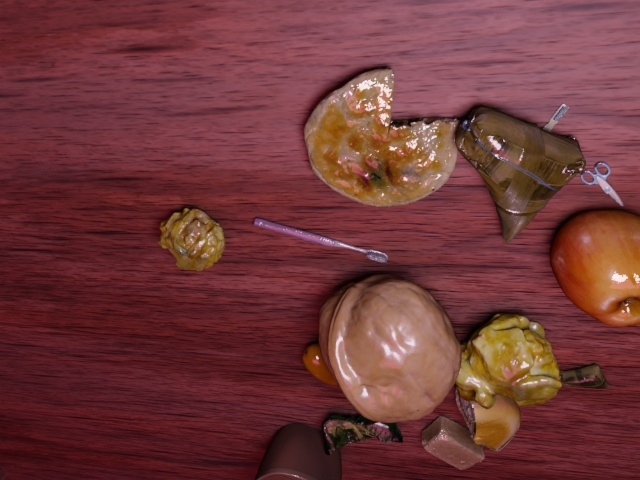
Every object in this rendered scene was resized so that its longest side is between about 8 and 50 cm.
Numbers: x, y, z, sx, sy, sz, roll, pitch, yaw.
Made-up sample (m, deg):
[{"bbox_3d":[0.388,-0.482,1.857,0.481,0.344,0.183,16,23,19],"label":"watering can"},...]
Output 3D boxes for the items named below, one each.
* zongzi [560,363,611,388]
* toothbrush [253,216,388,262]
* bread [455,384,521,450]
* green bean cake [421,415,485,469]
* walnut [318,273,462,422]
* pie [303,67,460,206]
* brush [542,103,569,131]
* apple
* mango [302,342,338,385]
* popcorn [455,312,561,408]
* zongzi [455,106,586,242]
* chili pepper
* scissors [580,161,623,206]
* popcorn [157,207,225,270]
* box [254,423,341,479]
[{"bbox_3d":[0.727,0.388,1.454,0.104,0.052,0.113,-20,132,34],"label":"zongzi"},{"bbox_3d":[0.000,0.000,1.344,0.354,0.029,0.024,16,114,2],"label":"toothbrush"},{"bbox_3d":[0.486,0.485,1.524,0.156,0.158,0.260,-14,127,-1],"label":"bread"},{"bbox_3d":[0.421,0.645,1.685,0.179,0.085,0.109,33,127,-13],"label":"green bean cake"},{"bbox_3d":[0.168,0.262,1.316,0.382,0.381,0.381,6,127,9],"label":"walnut"},{"bbox_3d":[0.124,-0.198,1.141,0.338,0.075,0.337,5,127,7],"label":"pie"},{"bbox_3d":[0.469,-0.238,1.072,0.016,0.013,0.083,24,129,-8],"label":"brush"},{"bbox_3d":[0.613,0.065,1.116,0.242,0.241,0.242,5,124,7],"label":"apple"},{"bbox_3d":[0.017,0.373,1.583,0.102,0.084,0.184,-26,126,23],"label":"mango"},{"bbox_3d":[0.460,0.310,1.342,0.277,0.225,0.276,6,122,9],"label":"popcorn"},{"bbox_3d":[0.364,-0.128,1.112,0.251,0.125,0.274,22,133,-5],"label":"zongzi"},{"bbox_3d":[0.136,0.610,1.722,0.265,0.116,0.148,-10,111,19],"label":"chili pepper"},{"bbox_3d":[0.608,-0.114,1.129,0.119,0.014,0.058,44,127,-15],"label":"scissors"},{"bbox_3d":[-0.331,-0.002,1.363,0.174,0.142,0.173,11,153,6],"label":"popcorn"},{"bbox_3d":[-0.071,0.791,1.827,0.301,0.216,0.300,5,127,7],"label":"box"}]
